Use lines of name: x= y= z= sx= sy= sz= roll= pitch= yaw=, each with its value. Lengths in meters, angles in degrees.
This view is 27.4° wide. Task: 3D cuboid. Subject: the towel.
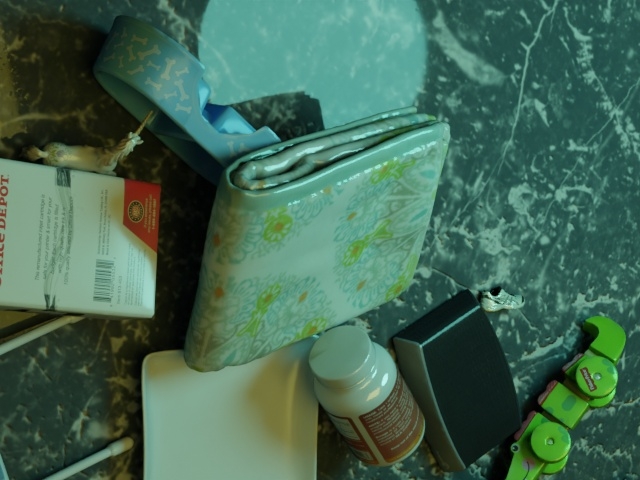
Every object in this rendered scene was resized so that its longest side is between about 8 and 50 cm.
towel: x=0.000 y=0.000 z=1.739 sx=0.374 sy=0.090 sz=0.321 roll=-20 pitch=138 yaw=-36

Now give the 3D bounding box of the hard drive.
hard drive: x=0.221 y=0.222 z=2.036 sx=0.172 sy=0.054 sz=0.255 roll=-31 pitch=114 yaw=-23

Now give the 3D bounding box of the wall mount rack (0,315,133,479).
wall mount rack: x=-0.365 y=0.243 z=1.623 sx=0.304 sy=0.130 sz=0.350 roll=-61 pitch=142 yaw=-63

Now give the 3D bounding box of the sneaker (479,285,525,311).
sneaker: x=0.288 y=0.089 z=2.065 sx=0.083 sy=0.032 sz=0.037 roll=-6 pitch=103 yaw=-31

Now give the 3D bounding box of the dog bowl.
dog bowl: x=-0.165 y=-0.158 z=1.657 sx=0.297 sy=0.166 sz=0.074 roll=42 pitch=76 yaw=-31

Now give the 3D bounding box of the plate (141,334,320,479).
plate: x=-0.130 y=0.273 z=1.836 sx=0.277 sy=0.045 sz=0.278 roll=-5 pitch=102 yaw=-32

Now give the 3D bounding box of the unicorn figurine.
unicorn figurine: x=-0.285 y=-0.105 z=1.616 sx=0.161 sy=0.111 sz=0.060 roll=-13 pitch=86 yaw=-15

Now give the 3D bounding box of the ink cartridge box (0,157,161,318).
ink cartridge box: x=-0.324 y=0.003 z=1.603 sx=0.237 sy=0.100 sz=0.172 roll=8 pitch=80 yaw=-36

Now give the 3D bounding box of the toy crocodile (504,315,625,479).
toy crocodile: x=0.389 y=0.275 z=2.123 sx=0.340 sy=0.105 sz=0.115 roll=-53 pitch=161 yaw=-8

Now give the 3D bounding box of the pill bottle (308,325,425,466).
pill bottle: x=0.063 y=0.219 z=1.867 sx=0.121 sy=0.121 sz=0.216 roll=-45 pitch=137 yaw=-16
